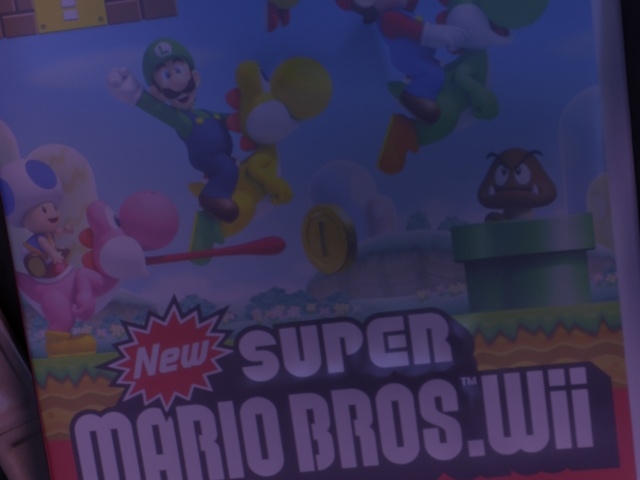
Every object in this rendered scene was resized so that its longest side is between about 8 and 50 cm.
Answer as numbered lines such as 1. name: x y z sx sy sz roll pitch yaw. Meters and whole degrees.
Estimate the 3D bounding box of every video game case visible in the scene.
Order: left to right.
1. video game case: 0.000 0.000 0.483 0.204 0.025 0.285 -6 102 8

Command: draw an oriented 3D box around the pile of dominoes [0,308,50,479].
1. pile of dominoes: -0.063 -0.033 0.517 0.196 0.040 0.251 -26 100 11
